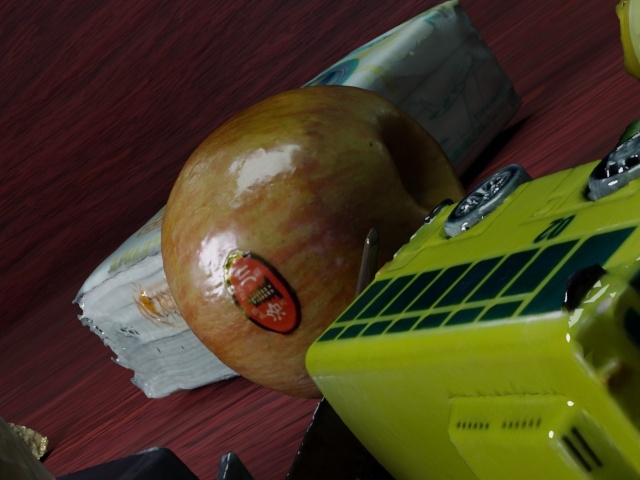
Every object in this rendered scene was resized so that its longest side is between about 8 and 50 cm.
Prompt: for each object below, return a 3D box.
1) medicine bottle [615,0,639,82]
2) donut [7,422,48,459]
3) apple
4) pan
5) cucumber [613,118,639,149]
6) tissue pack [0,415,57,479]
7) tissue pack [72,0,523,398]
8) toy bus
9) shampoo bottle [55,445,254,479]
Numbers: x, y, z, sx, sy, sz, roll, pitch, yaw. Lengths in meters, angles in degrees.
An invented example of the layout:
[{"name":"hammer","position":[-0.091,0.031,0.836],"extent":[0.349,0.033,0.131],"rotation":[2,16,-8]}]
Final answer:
[{"name":"medicine bottle","position":[0.278,-0.145,0.805],"extent":[0.124,0.124,0.239],"rotation":[-43,9,-16]},{"name":"donut","position":[-0.389,0.275,1.507],"extent":[0.108,0.065,0.166],"rotation":[-35,11,27]},{"name":"apple","position":[0.000,0.000,0.904],"extent":[0.188,0.211,0.211],"rotation":[-40,9,24]},{"name":"pan","position":[0.020,0.091,0.726],"extent":[0.202,0.048,0.128],"rotation":[98,-166,-69]},{"name":"cucumber","position":[0.219,-0.041,0.720],"extent":[0.116,0.062,0.115],"rotation":[-18,22,32]},{"name":"tissue pack","position":[-0.234,0.219,0.660],"extent":[0.271,0.201,0.124],"rotation":[-37,3,11]},{"name":"tissue pack","position":[-0.021,-0.037,1.273],"extent":[0.388,0.162,0.287],"rotation":[-46,12,-34]},{"name":"toy bus","position":[0.110,0.047,0.551],"extent":[0.150,0.128,0.262],"rotation":[-44,10,-20]},{"name":"shampoo bottle","position":[-0.122,0.190,0.839],"extent":[0.071,0.098,0.309],"rotation":[-41,10,-34]}]
